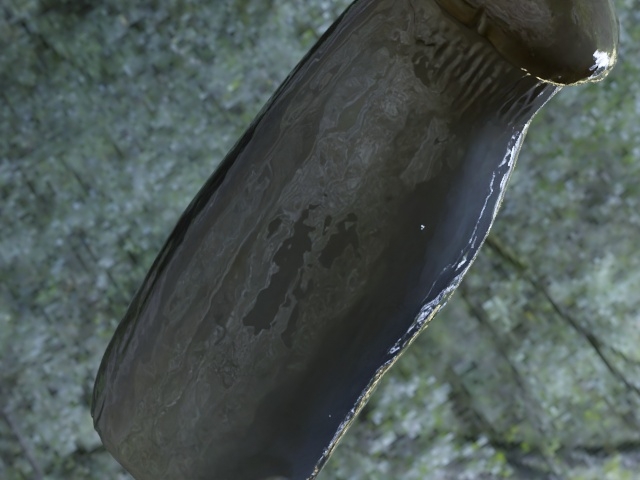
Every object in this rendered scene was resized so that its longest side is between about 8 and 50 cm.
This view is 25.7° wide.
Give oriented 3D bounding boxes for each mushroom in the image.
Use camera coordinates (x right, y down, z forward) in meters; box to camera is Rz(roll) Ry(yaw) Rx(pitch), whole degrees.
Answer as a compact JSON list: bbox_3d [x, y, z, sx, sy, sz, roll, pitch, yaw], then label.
[{"bbox_3d":[-0.003,0.007,0.719,0.407,0.138,0.154,-56,-171,33],"label":"mushroom"}]
